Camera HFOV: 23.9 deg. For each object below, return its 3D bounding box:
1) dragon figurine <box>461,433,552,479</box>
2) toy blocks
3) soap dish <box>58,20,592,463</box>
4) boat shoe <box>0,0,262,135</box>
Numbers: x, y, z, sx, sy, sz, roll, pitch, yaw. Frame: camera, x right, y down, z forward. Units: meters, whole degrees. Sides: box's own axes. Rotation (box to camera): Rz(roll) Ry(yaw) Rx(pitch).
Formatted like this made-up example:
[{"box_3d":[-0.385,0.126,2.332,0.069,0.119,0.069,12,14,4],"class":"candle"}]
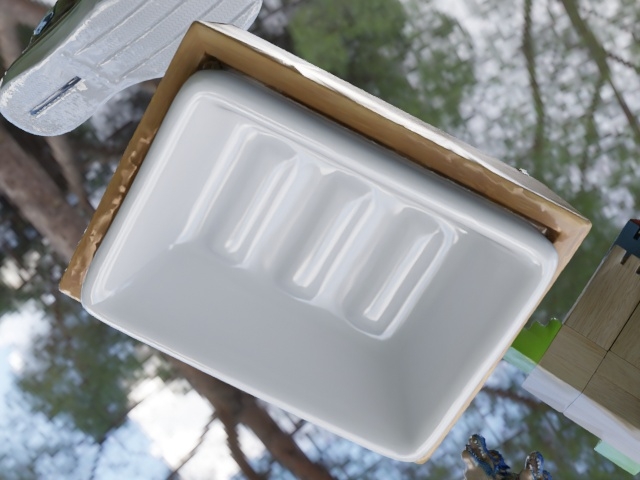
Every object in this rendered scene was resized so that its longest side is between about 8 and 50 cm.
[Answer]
[{"box_3d":[0.142,0.307,1.230,0.085,0.289,0.144,3,-163,42],"class":"dragon figurine"},{"box_3d":[0.387,0.104,1.447,0.381,0.191,0.261,33,-106,9],"class":"toy blocks"},{"box_3d":[0.000,0.000,1.031,0.229,0.291,0.118,-59,-171,29],"class":"soap dish"},{"box_3d":[-0.184,-0.212,1.398,0.335,0.121,0.119,-21,-131,37],"class":"boat shoe"}]
